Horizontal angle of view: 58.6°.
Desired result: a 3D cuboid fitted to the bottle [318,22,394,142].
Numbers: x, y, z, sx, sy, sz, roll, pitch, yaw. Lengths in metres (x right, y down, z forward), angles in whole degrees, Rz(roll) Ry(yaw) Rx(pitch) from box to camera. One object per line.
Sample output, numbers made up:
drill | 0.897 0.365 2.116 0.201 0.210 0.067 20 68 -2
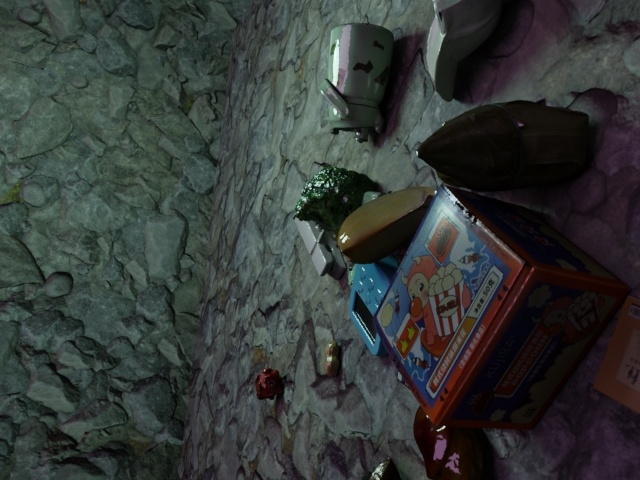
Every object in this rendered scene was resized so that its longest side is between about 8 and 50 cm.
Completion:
bottle | 0.110 -0.495 1.839 0.229 0.228 0.352 -161 76 -64

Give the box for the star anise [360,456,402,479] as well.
star anise | 0.153 0.690 1.363 0.315 0.108 0.316 -27 59 58

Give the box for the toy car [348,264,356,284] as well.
toy car | 0.118 0.097 1.762 0.122 0.035 0.059 124 147 -53

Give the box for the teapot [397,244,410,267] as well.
teapot | 0.245 0.057 1.481 0.110 0.085 0.080 26 123 39

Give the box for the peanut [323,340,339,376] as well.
peanut | 0.036 0.371 1.797 0.054 0.053 0.113 -28 55 58

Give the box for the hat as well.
hat | 0.360 -0.501 1.433 0.258 0.167 0.302 -77 -11 -57

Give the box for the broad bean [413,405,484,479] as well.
broad bean | 0.269 0.446 1.211 0.156 0.121 0.229 -52 33 39

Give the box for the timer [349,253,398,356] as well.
timer | 0.150 0.171 1.609 0.232 0.091 0.250 54 131 56

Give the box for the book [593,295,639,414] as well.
book | 0.522 0.189 0.929 0.118 0.012 0.172 33 109 63

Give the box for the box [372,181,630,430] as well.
box | 0.314 0.125 1.103 0.349 0.256 0.319 -66 27 24

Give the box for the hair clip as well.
hair clip | -0.002 0.004 1.980 0.085 0.101 0.331 -57 35 30

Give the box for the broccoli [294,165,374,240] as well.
broccoli | 0.050 -0.115 1.809 0.268 0.261 0.242 -8 95 23

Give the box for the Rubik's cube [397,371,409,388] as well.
Rubik's cube | 0.244 0.306 1.329 0.111 0.133 0.133 4 82 37

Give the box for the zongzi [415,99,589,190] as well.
zongzi | 0.277 -0.177 1.171 0.356 0.392 0.174 -177 79 -68

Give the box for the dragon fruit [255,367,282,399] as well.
dragon fruit | -0.187 0.539 2.117 0.068 0.112 0.127 11 89 50

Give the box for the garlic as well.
garlic | 0.207 -0.046 1.484 0.338 0.151 0.196 -26 12 17

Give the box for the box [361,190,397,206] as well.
box | 0.169 -0.065 1.651 0.124 0.092 0.172 -165 87 -68
